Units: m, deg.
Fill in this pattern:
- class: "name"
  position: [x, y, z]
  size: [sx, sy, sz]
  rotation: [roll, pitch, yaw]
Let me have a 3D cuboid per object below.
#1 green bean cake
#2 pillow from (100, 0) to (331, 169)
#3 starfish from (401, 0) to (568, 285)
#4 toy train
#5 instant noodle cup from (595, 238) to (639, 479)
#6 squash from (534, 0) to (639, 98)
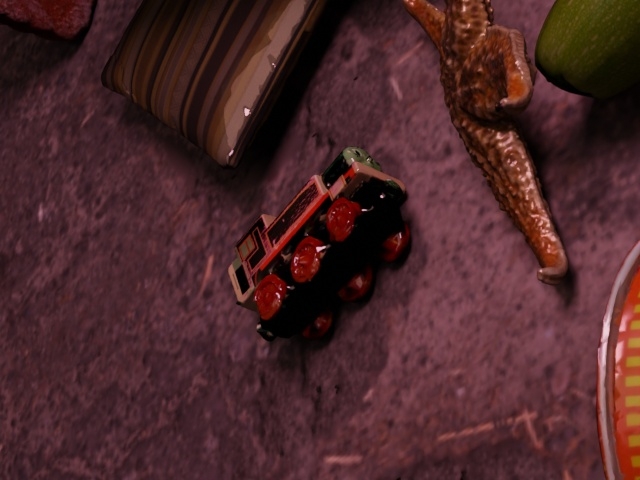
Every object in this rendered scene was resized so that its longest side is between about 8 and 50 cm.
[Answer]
- class: "green bean cake"
  position: [-0.238, -0.237, 1.465]
  size: [0.056, 0.135, 0.135]
  rotation: [13, 86, 52]
- class: "pillow"
  position: [-0.060, -0.170, 1.296]
  size: [0.208, 0.052, 0.212]
  rotation: [-59, 36, 3]
- class: "starfish"
  position: [0.094, -0.098, 1.044]
  size: [0.050, 0.138, 0.247]
  rotation: [-21, 54, -5]
- class: "toy train"
  position: [0.000, 0.000, 1.158]
  size: [0.138, 0.050, 0.087]
  rotation: [-48, 41, 25]
- class: "instant noodle cup"
  position: [0.251, 0.065, 0.753]
  size: [0.212, 0.193, 0.193]
  rotation: [-10, 67, 38]
- class: "squash"
  position: [0.213, -0.193, 0.964]
  size: [0.292, 0.082, 0.082]
  rotation: [-58, 40, 18]
